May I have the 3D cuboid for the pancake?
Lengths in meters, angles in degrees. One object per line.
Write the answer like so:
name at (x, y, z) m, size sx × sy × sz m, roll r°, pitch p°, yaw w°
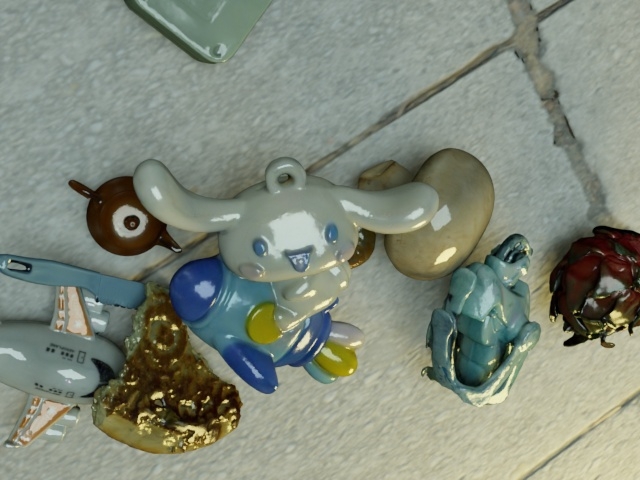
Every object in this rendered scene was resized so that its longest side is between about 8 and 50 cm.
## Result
pancake at (-0.216, 0.179, 1.239) m, size 0.266 × 0.057 × 0.245 m, roll 0°, pitch 83°, yaw -55°

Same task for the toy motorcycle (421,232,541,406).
toy motorcycle at (0.246, 0.128, 1.346) m, size 0.206 × 0.154 × 0.260 m, roll -26°, pitch 129°, yaw -33°

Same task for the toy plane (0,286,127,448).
toy plane at (-0.374, 0.163, 1.187) m, size 0.244 × 0.117 × 0.245 m, roll -3°, pitch 99°, yaw -17°

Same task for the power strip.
power strip at (-0.168, -0.391, 1.146) m, size 0.261 × 0.141 × 0.229 m, roll 36°, pitch 86°, yaw -23°

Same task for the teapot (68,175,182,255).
teapot at (-0.264, -0.033, 1.191) m, size 0.173 × 0.116 × 0.116 m, roll 34°, pitch 88°, yaw -19°

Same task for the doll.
doll at (-0.059, 0.059, 1.175) m, size 0.375 × 0.187 × 0.366 m, roll 12°, pitch 122°, yaw 2°

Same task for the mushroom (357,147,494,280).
mushroom at (0.148, -0.050, 1.296) m, size 0.204 × 0.204 × 0.204 m, roll -3°, pitch 101°, yaw -17°

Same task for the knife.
knife at (-0.292, 0.064, 1.191) m, size 0.313 × 0.019 × 0.045 m, roll 16°, pitch 73°, yaw -42°

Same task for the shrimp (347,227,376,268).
shrimp at (0.000, 0.000, 1.323) m, size 0.178 × 0.034 × 0.124 m, roll -22°, pitch 103°, yaw -15°

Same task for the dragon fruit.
dragon fruit at (0.459, 0.069, 1.413) m, size 0.182 × 0.182 × 0.189 m, roll 59°, pitch 40°, yaw -18°
